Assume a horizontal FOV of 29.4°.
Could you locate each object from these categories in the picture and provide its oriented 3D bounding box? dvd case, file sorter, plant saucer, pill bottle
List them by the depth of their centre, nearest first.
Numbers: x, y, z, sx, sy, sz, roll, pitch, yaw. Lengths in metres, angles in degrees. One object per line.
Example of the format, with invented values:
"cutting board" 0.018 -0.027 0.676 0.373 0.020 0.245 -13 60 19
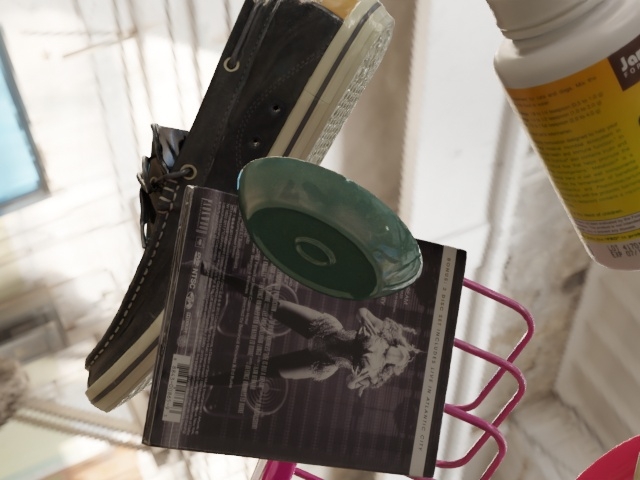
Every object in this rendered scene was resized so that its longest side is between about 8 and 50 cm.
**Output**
"plant saucer" 0.000 0.000 0.698 0.119 0.021 0.119 23 -29 13
"dvd case" -0.003 0.066 0.812 0.018 0.221 0.165 -1 -102 59
"pill bottle" 0.194 -0.094 0.826 0.215 0.117 0.117 58 -12 -21
"file sorter" 0.052 0.178 1.032 0.182 0.291 0.202 24 -40 0

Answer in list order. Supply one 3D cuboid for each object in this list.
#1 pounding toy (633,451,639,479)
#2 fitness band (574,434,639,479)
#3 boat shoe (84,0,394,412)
"pounding toy" 0.077 0.139 0.326 0.100 0.130 0.141 30 16 -52
"fitness band" 0.230 0.269 0.886 0.054 0.291 0.209 40 4 -37
"boat shoe" -0.113 -0.052 1.239 0.156 0.500 0.187 32 8 4
